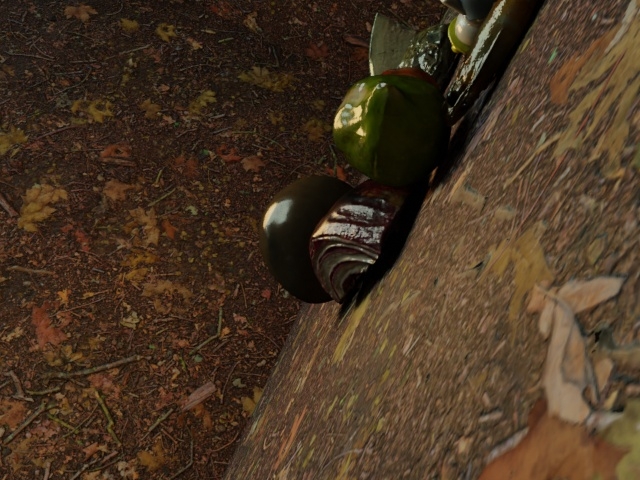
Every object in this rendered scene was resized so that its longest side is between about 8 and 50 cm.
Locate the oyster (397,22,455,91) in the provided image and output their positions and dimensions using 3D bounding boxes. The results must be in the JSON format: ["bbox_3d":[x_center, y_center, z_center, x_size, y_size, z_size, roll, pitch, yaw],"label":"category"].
[{"bbox_3d":[0.291,-0.468,1.755,0.351,0.162,0.158,-55,-32,-19],"label":"oyster"}]

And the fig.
[{"bbox_3d":[0.120,-0.194,1.070,0.206,0.206,0.275,-63,-6,-2],"label":"fig"}]

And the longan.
[{"bbox_3d":[0.000,0.000,1.497,0.243,0.300,0.300,37,103,47],"label":"longan"}]

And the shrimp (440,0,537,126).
[{"bbox_3d":[0.271,-0.312,1.038,0.287,0.063,0.152,-60,1,12],"label":"shrimp"}]

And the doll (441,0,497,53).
[{"bbox_3d":[0.281,-0.412,1.142,0.135,0.098,0.241,-37,-19,-16],"label":"doll"}]

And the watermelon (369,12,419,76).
[{"bbox_3d":[0.286,-0.523,1.930,0.387,0.259,0.228,37,-124,-49],"label":"watermelon"}]

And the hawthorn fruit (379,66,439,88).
[{"bbox_3d":[0.206,-0.320,1.567,0.179,0.179,0.200,-63,-19,4],"label":"hawthorn fruit"}]

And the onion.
[{"bbox_3d":[0.081,-0.037,1.283,0.280,0.146,0.314,-60,-5,-33],"label":"onion"}]
